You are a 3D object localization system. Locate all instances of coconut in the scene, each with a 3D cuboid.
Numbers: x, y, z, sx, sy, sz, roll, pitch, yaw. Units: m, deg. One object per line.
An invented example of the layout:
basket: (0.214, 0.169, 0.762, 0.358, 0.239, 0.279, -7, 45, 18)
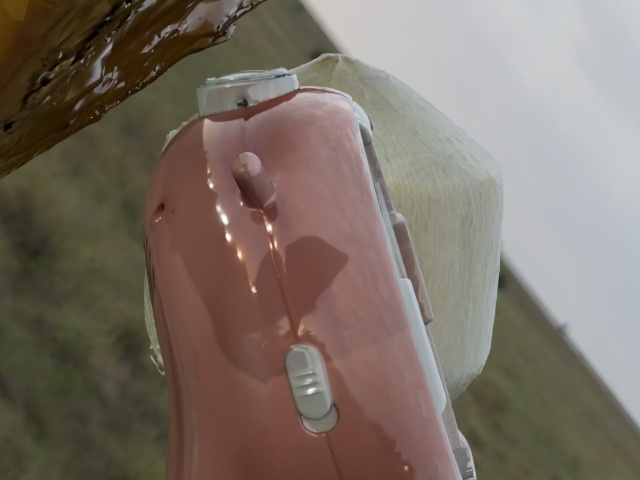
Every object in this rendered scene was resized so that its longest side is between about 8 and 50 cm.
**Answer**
coconut: (0.000, 0.000, 1.236, 0.245, 0.245, 0.247, -60, 156, -85)

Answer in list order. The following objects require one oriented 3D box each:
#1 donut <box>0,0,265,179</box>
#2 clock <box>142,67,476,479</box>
donut: (-0.025, -0.126, 0.460, 0.108, 0.277, 0.277, 50, 4, -3)
clock: (-0.017, 0.043, 0.842, 0.227, 0.142, 0.241, -82, 158, -80)
